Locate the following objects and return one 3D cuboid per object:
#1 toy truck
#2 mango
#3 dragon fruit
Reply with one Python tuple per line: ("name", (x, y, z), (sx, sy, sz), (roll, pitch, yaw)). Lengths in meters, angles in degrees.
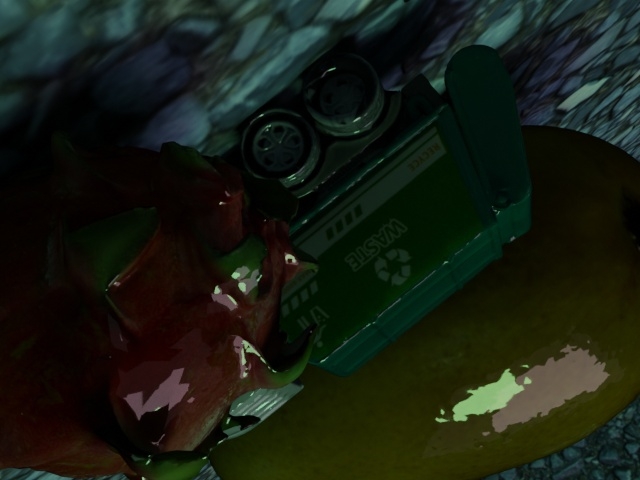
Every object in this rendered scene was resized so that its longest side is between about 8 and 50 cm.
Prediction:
("toy truck", (0.000, 0.000, 0.561), (0.253, 0.124, 0.114), (-40, 163, 1))
("mango", (0.074, 0.070, 0.759), (0.378, 0.221, 0.264), (-34, 170, 17))
("dragon fruit", (-0.112, 0.043, 0.421), (0.236, 0.135, 0.137), (-21, 171, 2))
